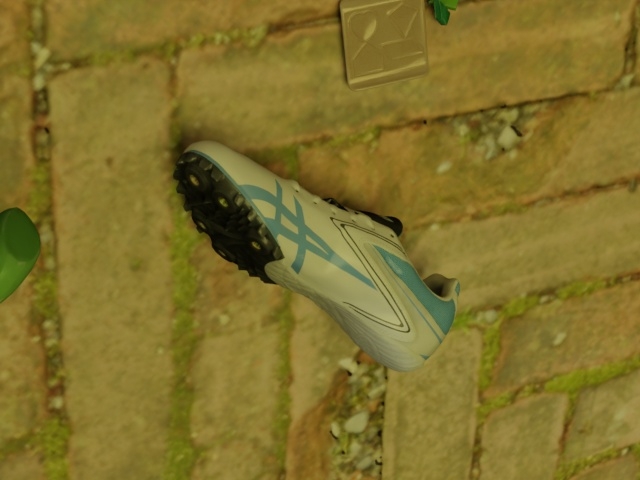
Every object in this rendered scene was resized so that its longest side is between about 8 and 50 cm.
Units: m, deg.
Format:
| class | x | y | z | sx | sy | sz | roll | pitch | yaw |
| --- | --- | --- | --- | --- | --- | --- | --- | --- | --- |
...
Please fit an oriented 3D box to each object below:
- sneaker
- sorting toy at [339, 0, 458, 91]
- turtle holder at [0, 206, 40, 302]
| class | x | y | z | sx | sy | sz | roll | pitch | yaw |
| --- | --- | --- | --- | --- | --- | --- | --- | --- | --- |
| sneaker | 0.000 | 0.000 | 0.867 | 0.237 | 0.085 | 0.086 | 38 | 70 | -30 |
| sorting toy | 0.054 | -0.135 | 0.852 | 0.083 | 0.012 | 0.062 | -14 | 115 | -13 |
| turtle holder | -0.281 | 0.031 | 0.630 | 0.227 | 0.243 | 0.320 | -40 | 88 | 22 |
